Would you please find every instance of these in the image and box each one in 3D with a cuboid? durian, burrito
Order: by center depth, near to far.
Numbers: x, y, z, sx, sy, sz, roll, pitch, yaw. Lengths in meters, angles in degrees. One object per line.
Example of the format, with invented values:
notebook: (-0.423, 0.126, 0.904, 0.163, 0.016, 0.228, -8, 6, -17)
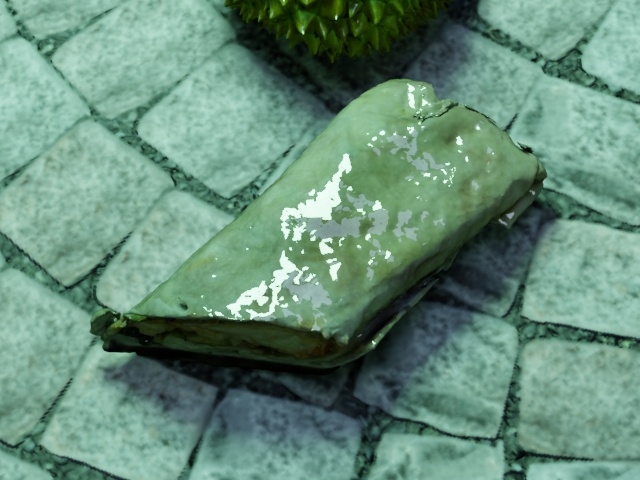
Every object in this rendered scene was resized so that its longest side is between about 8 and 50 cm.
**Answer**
burrito: (0.007, 0.007, 1.384, 0.348, 0.107, 0.175, -38, 52, -17)
durian: (-0.002, -0.258, 1.469, 0.237, 0.176, 0.200, 35, 91, 13)
